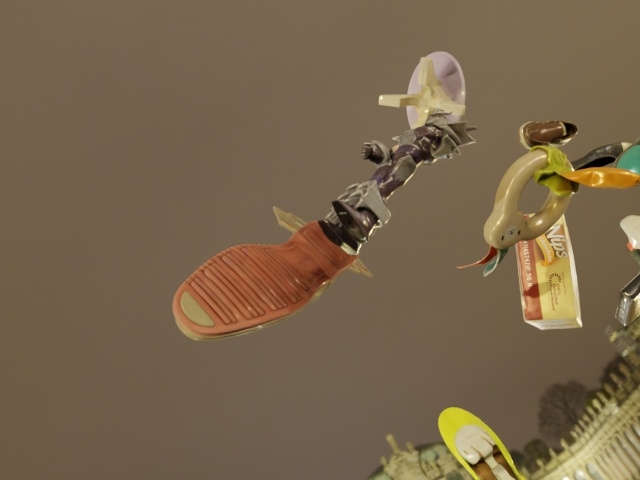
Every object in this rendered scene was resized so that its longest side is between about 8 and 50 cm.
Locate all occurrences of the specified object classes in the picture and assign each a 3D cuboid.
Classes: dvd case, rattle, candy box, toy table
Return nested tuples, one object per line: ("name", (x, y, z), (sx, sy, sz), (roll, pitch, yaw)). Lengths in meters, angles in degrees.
("dvd case", (0.636, 0.045, 0.978), (0.238, 0.029, 0.179), (-44, -34, 2))
("rattle", (0.286, -0.013, 0.694), (0.200, 0.142, 0.130), (-53, -37, 1))
("candy box", (0.436, 0.070, 1.022), (0.087, 0.183, 0.316), (-7, -14, 25))
("toy table", (0.317, -0.401, 1.576), (0.161, 0.252, 0.274), (-35, -58, -52))

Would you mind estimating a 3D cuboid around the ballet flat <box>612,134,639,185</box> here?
("ballet flat", (0.609, -0.159, 1.009), (0.213, 0.072, 0.068), (-44, -21, -17))

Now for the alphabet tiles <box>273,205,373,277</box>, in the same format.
("alphabet tiles", (0.000, 0.000, 1.479), (0.285, 0.342, 0.011), (31, -83, -15))

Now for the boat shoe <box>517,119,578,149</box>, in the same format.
("boat shoe", (0.733, -0.350, 1.725), (0.257, 0.095, 0.095), (-13, -6, -38))

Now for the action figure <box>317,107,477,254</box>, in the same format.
("action figure", (0.116, -0.111, 0.807), (0.285, 0.099, 0.185), (-49, 15, -24))

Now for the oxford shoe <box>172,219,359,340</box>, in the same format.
("oxford shoe", (-0.083, 0.087, 0.887), (0.397, 0.140, 0.146), (-19, -28, -50))

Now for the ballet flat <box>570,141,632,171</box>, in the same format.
("ballet flat", (0.534, -0.144, 1.072), (0.173, 0.049, 0.057), (-24, -34, 18))

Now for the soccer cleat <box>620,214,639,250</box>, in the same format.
("soccer cleat", (0.426, 0.024, 0.585), (0.068, 0.196, 0.076), (-23, -32, -55))

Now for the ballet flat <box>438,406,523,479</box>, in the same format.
("ballet flat", (0.274, 0.359, 0.857), (0.077, 0.231, 0.077), (-32, -31, -6))
